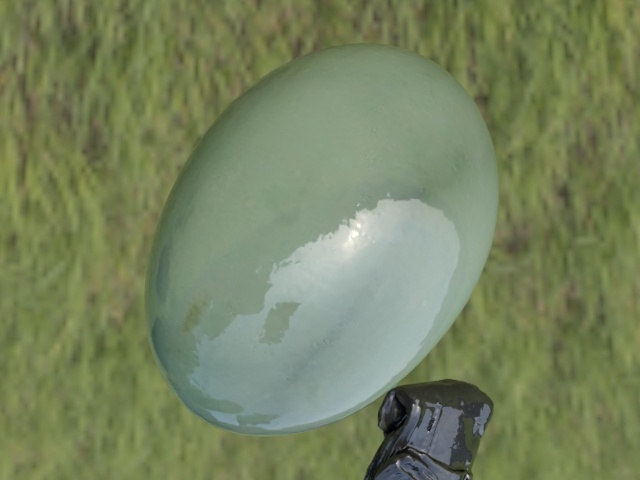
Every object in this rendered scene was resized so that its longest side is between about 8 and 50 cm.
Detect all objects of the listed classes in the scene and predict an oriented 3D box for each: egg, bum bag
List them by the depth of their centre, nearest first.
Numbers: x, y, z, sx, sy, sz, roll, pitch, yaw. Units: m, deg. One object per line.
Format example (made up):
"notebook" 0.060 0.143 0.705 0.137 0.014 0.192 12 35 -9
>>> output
"egg" 0.000 0.000 1.031 0.168 0.231 0.168 33 169 7
"bum bag" 0.062 0.225 1.536 0.123 0.248 0.060 10 -161 -46
